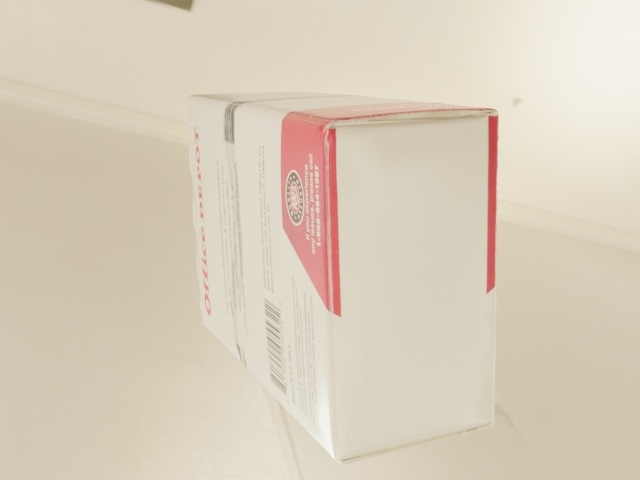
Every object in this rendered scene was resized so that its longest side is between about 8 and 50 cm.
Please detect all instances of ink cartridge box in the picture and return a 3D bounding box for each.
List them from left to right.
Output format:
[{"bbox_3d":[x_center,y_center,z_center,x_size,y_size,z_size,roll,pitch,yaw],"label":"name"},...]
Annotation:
[{"bbox_3d":[0.000,0.000,0.515,0.100,0.172,0.237,-8,-165,-23],"label":"ink cartridge box"}]
